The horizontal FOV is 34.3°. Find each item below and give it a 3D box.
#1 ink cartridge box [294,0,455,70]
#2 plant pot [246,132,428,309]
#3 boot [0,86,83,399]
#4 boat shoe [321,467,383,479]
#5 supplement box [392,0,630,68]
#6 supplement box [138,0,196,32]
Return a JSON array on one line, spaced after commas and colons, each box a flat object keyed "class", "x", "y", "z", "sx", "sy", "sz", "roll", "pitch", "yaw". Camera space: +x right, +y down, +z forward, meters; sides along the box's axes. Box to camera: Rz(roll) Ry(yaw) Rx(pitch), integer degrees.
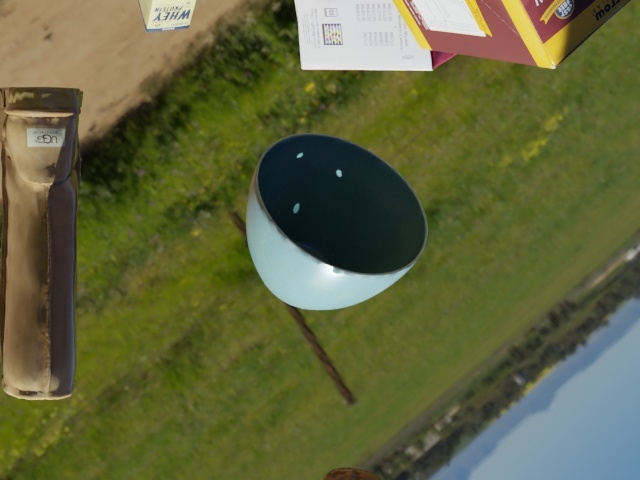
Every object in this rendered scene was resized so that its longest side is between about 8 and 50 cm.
[{"class": "ink cartridge box", "x": 0.153, "y": -0.341, "z": 1.504, "sx": 0.309, "sy": 0.271, "sz": 0.130, "roll": -38, "pitch": 128, "yaw": -54}, {"class": "plant pot", "x": 0.000, "y": 0.000, "z": 1.662, "sx": 0.290, "sy": 0.290, "sz": 0.195, "roll": -28, "pitch": 157, "yaw": -43}, {"class": "boot", "x": -0.271, "y": -0.009, "z": 0.981, "sx": 0.089, "sy": 0.270, "sz": 0.236, "roll": 0, "pitch": -173, "yaw": -13}, {"class": "boat shoe", "x": 0.039, "y": 0.390, "z": 0.989, "sx": 0.123, "sy": 0.342, "sz": 0.123, "roll": 12, "pitch": 130, "yaw": -26}, {"class": "supplement box", "x": 0.124, "y": -0.251, "z": 0.779, "sx": 0.129, "sy": 0.191, "sz": 0.194, "roll": -41, "pitch": -153, "yaw": -10}, {"class": "supplement box", "x": -0.190, "y": -0.313, "z": 1.263, "sx": 0.056, "sy": 0.083, "sz": 0.083, "roll": -10, "pitch": 161, "yaw": -20}]
